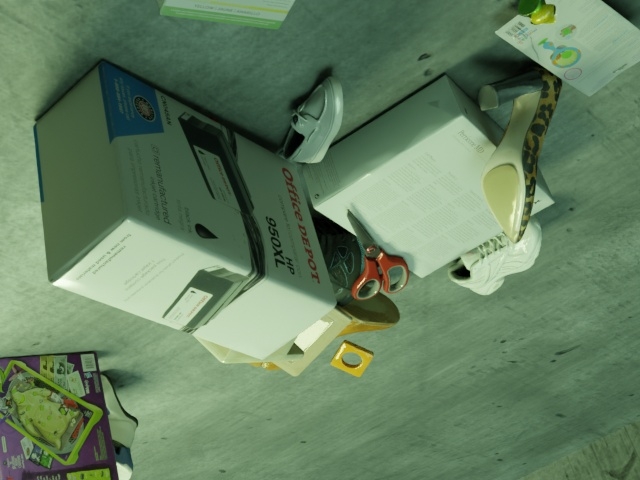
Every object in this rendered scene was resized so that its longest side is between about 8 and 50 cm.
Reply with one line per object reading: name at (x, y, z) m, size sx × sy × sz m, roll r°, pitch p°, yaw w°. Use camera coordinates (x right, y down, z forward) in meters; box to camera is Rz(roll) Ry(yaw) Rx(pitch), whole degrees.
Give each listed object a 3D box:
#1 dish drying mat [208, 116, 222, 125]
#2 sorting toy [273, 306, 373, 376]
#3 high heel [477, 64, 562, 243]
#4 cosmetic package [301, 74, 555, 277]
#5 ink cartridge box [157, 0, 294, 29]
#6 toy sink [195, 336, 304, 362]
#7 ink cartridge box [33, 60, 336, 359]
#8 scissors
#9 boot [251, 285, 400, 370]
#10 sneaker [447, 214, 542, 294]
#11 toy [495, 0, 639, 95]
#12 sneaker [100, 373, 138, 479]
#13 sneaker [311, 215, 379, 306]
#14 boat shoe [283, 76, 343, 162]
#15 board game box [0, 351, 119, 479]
dish drying mat at (-0.156, -0.160, 1.725) m, size 0.032 × 0.008 × 0.083 m, roll -27°, pitch 148°, yaw 13°
sorting toy at (-0.062, 0.144, 2.097) m, size 0.348 × 0.047 × 0.196 m, roll 35°, pitch 123°, yaw -14°
high heel at (0.336, -0.139, 1.797) m, size 0.186 × 0.261 × 0.093 m, roll -22°, pitch -161°, yaw -40°
cosmetic package at (0.189, -0.093, 1.925) m, size 0.284 × 0.097 × 0.377 m, roll -29°, pitch 147°, yaw 21°
ink cartridge box at (-0.086, -0.365, 1.396) m, size 0.171 × 0.056 × 0.235 m, roll 2°, pitch 146°, yaw -29°
toy sink at (-0.111, 0.109, 1.920) m, size 0.234 × 0.153 × 0.131 m, roll 8°, pitch 117°, yaw -56°
ink cartridge box at (-0.188, -0.032, 1.614) m, size 0.166 × 0.285 × 0.395 m, roll -37°, pitch 140°, yaw 26°
scissors at (0.098, 0.016, 1.949) m, size 0.109 × 0.021 × 0.297 m, roll -17°, pitch 145°, yaw -6°
boot at (-0.015, 0.174, 2.222) m, size 0.295 × 0.104 × 0.211 m, roll 10°, pitch 132°, yaw -20°
sneaker at (0.331, 0.028, 2.203) m, size 0.115 × 0.090 × 0.232 m, roll 8°, pitch 139°, yaw -31°
toy at (0.383, -0.315, 1.716) m, size 0.237 × 0.056 × 0.137 m, roll 21°, pitch 136°, yaw -40°
sneaker at (-0.495, 0.345, 2.240) m, size 0.316 × 0.182 × 0.127 m, roll 18°, pitch 140°, yaw -2°
sneaker at (0.000, 0.000, 1.980) m, size 0.140 × 0.125 × 0.341 m, roll -42°, pitch 151°, yaw 9°
boat shoe at (-0.015, -0.180, 1.724) m, size 0.063 × 0.066 × 0.184 m, roll -6°, pitch 157°, yaw -21°
board game box at (-0.482, 0.369, 2.063) m, size 0.208 × 0.346 × 0.056 m, roll 1°, pitch 147°, yaw -28°
